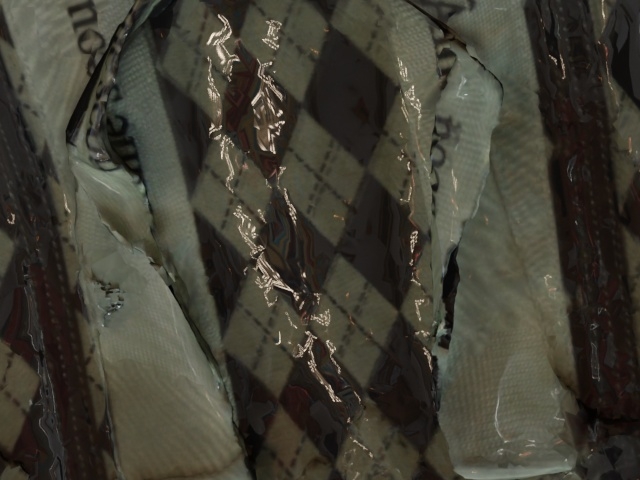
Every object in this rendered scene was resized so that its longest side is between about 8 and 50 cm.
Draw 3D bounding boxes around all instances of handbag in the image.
[{"bbox_3d":[0.000,0.000,0.635,0.416,0.316,0.180,-8,177,15],"label":"handbag"}]
